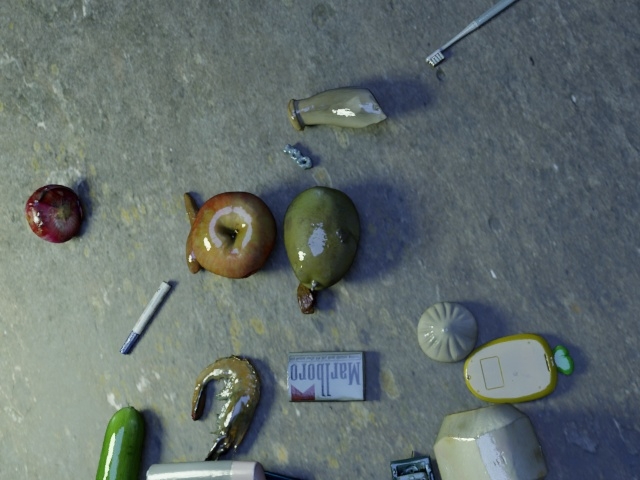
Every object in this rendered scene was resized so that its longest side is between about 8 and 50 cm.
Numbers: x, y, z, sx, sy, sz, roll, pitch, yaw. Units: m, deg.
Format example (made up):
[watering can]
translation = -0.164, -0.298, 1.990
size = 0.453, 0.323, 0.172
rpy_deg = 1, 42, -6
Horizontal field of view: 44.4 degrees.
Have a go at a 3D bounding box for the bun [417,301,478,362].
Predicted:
[bun]
translation = 0.279, 0.202, 1.733
size = 0.138, 0.094, 0.138
rpy_deg = -2, 81, 13

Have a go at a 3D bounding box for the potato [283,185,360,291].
[potato]
translation = 0.000, 0.000, 1.803
size = 0.174, 0.159, 0.251
rpy_deg = -13, 61, 35

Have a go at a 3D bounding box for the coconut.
[coconut]
translation = 0.347, 0.453, 1.605
size = 0.241, 0.241, 0.241
rpy_deg = -2, 77, 11

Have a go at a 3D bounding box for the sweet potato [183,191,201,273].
[sweet potato]
translation = -0.310, -0.024, 1.925
size = 0.050, 0.050, 0.214
rpy_deg = -9, 72, 9

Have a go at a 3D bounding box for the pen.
[pen]
translation = -0.427, 0.189, 1.911
size = 0.025, 0.025, 0.204
rpy_deg = 31, 86, 16

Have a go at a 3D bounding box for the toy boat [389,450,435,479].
[toy boat]
translation = 0.211, 0.576, 1.661
size = 0.093, 0.103, 0.246
rpy_deg = -11, 79, 8

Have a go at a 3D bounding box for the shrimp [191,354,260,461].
[shrimp]
translation = -0.235, 0.384, 1.817
size = 0.173, 0.058, 0.253
rpy_deg = 25, 84, 22

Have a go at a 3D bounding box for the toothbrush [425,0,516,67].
[toothbrush]
translation = 0.398, -0.535, 1.905
size = 0.342, 0.025, 0.030
rpy_deg = -38, 80, 1

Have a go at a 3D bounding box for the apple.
[apple]
translation = -0.202, -0.011, 1.840
size = 0.210, 0.164, 0.209
rpy_deg = 0, 86, 1

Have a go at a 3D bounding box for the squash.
[squash]
translation = -0.470, 0.571, 1.798
size = 0.102, 0.101, 0.378
rpy_deg = 4, 80, 12

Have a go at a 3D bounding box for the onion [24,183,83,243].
[onion]
translation = -0.685, -0.065, 1.980
size = 0.140, 0.150, 0.150
rpy_deg = -7, 74, 41

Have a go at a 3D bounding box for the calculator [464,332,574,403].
[calculator]
translation = 0.433, 0.280, 1.715
size = 0.235, 0.032, 0.146
rpy_deg = -14, 76, 10

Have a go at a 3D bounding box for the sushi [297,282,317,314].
[sushi]
translation = -0.028, 0.131, 1.830
size = 0.047, 0.050, 0.099
rpy_deg = -16, 66, 11

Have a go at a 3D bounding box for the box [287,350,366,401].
[box]
translation = 0.015, 0.311, 1.791
size = 0.178, 0.036, 0.115
rpy_deg = -3, 78, 10

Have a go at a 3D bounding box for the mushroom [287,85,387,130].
[mushroom]
translation = 0.046, -0.318, 1.893
size = 0.247, 0.096, 0.108
rpy_deg = 1, 78, 16

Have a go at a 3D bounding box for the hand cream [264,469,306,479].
[hand cream]
translation = -0.059, 0.582, 1.738
size = 0.271, 0.061, 0.120
rpy_deg = 5, 77, 17

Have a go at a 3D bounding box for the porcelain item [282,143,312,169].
[porcelain item]
translation = -0.054, -0.203, 1.920
size = 0.083, 0.028, 0.036
rpy_deg = 36, 84, 15

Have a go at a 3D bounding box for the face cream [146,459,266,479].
[face cream]
translation = -0.253, 0.542, 1.752
size = 0.269, 0.073, 0.107
rpy_deg = -6, 118, 18
